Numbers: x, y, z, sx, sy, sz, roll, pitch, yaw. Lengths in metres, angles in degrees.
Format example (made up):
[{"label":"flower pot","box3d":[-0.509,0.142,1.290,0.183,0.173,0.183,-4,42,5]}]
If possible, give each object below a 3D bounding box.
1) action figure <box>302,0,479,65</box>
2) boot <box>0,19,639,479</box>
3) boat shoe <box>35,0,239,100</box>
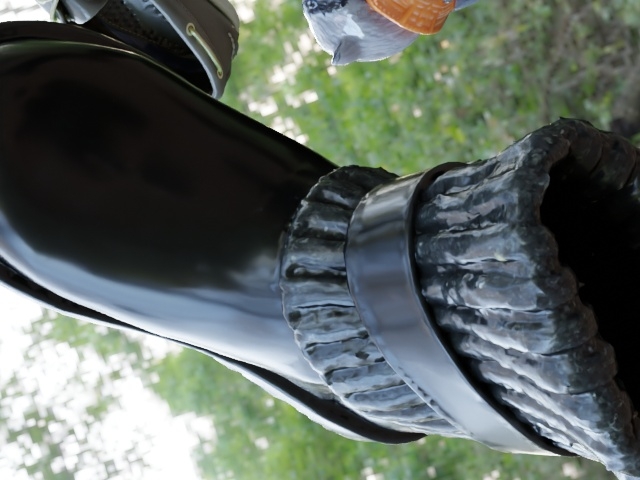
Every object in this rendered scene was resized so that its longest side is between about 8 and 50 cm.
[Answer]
[{"label":"action figure","box3d":[0.045,-0.265,0.941,0.341,0.330,0.178,2,-152,-33]},{"label":"boot","box3d":[0.002,-0.003,0.646,0.348,0.260,0.131,27,-104,-25]},{"label":"boat shoe","box3d":[-0.193,-0.224,1.294,0.305,0.109,0.091,33,-137,-34]}]
